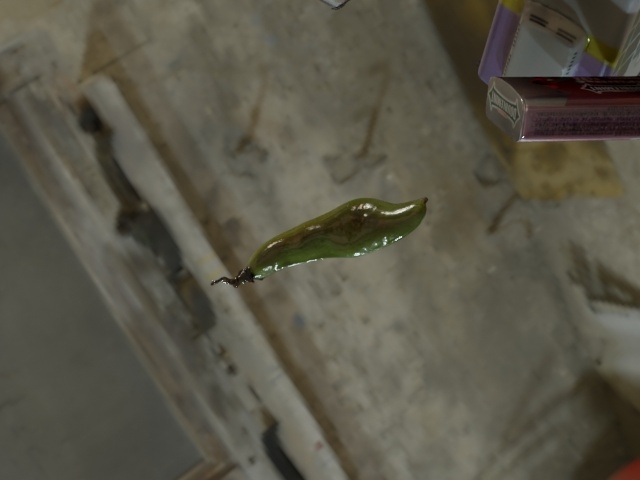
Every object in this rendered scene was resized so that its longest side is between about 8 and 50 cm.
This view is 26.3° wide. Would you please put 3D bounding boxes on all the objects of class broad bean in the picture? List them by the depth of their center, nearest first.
[{"bbox_3d":[0.004,0.002,1.913,0.067,0.325,0.075,53,-155,-37],"label":"broad bean"}]

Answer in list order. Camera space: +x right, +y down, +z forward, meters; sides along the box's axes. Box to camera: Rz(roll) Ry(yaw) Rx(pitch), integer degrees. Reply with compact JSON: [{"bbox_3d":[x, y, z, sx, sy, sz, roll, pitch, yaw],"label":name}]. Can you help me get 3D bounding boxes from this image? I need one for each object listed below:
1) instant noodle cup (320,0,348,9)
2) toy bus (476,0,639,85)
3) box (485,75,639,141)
[{"bbox_3d":[-0.020,-0.360,1.386,0.207,0.217,0.217,33,162,-15],"label":"instant noodle cup"},{"bbox_3d":[0.382,-0.362,1.915,0.209,0.249,0.440,33,145,15],"label":"toy bus"},{"bbox_3d":[0.343,-0.175,1.810,0.120,0.224,0.069,-122,34,-62],"label":"box"}]
